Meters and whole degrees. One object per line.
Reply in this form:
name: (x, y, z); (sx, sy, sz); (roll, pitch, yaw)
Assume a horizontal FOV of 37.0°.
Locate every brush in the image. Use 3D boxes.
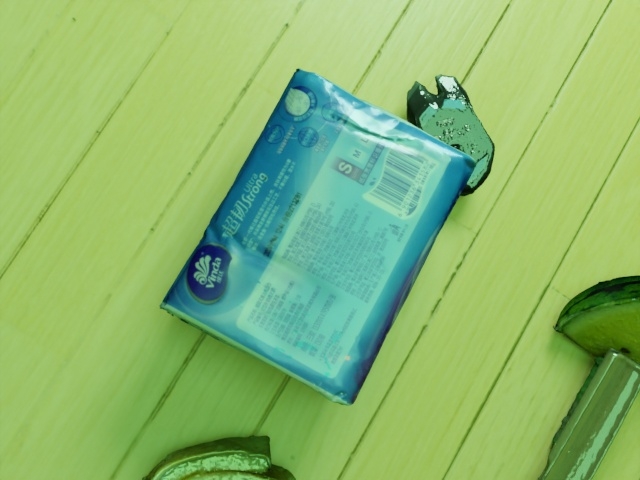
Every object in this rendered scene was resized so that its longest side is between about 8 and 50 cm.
brush: (0.258, 0.246, 1.022); (0.054, 0.048, 0.282); (30, 86, -5)

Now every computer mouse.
computer mouse: (0.138, -0.112, 1.033); (0.079, 0.047, 0.135); (-21, 90, 0)

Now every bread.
bread: (-0.099, 0.255, 0.931); (0.156, 0.064, 0.117); (-8, 90, -14)

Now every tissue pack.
tissue pack: (0.000, 0.000, 0.930); (0.198, 0.146, 0.263); (28, 82, 2)

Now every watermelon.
watermelon: (0.406, 0.114, 1.047); (0.301, 0.123, 0.129); (25, 101, -6)
